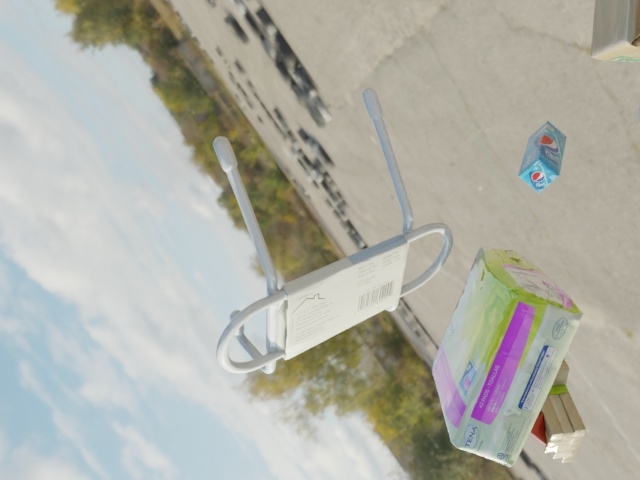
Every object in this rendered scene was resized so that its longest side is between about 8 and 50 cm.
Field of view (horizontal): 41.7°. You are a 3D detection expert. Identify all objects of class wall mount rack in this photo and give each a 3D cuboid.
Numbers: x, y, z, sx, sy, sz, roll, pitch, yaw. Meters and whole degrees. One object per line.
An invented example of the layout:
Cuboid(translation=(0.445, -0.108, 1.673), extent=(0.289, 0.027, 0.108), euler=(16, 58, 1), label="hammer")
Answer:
Cuboid(translation=(0.000, 0.000, 1.014), extent=(0.130, 0.350, 0.304), euler=(44, 145, 36), label="wall mount rack")

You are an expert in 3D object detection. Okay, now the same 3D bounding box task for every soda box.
Cuboid(translation=(0.535, -0.203, 2.019), extent=(0.067, 0.071, 0.210), euler=(39, -142, -7), label="soda box")

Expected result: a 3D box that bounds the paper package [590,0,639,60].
Cuboid(translation=(0.734, -0.564, 1.877), extent=(0.325, 0.168, 0.309), euler=(-63, -23, -82), label="paper package")

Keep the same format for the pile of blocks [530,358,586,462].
Cuboid(translation=(0.384, 0.232, 1.571), extent=(0.149, 0.112, 0.362), euler=(101, 163, -67), label="pile of blocks")

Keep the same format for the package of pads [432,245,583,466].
Cuboid(translation=(0.245, 0.139, 1.164), extent=(0.101, 0.229, 0.296), euler=(20, -170, -3), label="package of pads")

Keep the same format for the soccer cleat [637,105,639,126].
Cuboid(translation=(0.499, -0.161, 0.979), extent=(0.095, 0.248, 0.083), euler=(-86, -18, -65), label="soccer cleat")
